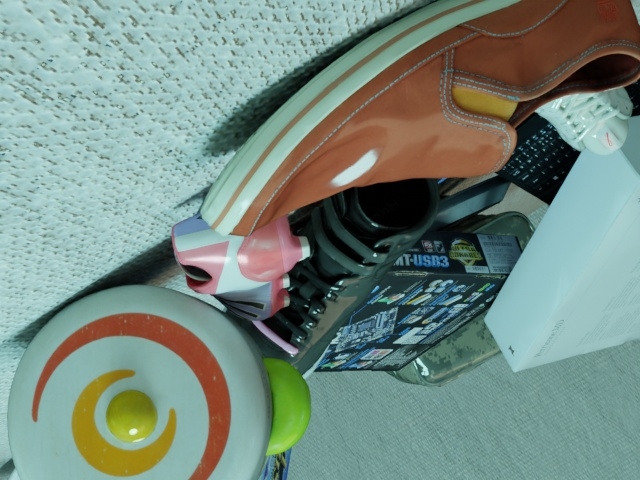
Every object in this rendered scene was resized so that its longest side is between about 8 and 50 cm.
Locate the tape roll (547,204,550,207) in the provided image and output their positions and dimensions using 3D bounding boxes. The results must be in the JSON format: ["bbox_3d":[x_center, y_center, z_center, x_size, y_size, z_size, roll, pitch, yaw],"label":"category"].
[{"bbox_3d":[0.407,-0.124,1.560,0.246,0.169,0.246,-33,172,-5],"label":"tape roll"}]

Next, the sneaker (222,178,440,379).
[{"bbox_3d":[-0.004,0.028,1.016,0.296,0.104,0.147,-47,172,-12],"label":"sneaker"}]

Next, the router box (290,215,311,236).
[{"bbox_3d":[0.000,0.000,1.165,0.092,0.038,0.122,-30,172,-13],"label":"router box"}]

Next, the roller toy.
[{"bbox_3d":[-0.133,0.133,0.873,0.209,0.191,0.146,-46,173,-3],"label":"roller toy"}]

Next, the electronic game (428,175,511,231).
[{"bbox_3d":[0.145,-0.031,1.521,0.229,0.048,0.229,-26,177,-2],"label":"electronic game"}]

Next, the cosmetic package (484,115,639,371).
[{"bbox_3d":[0.393,-0.004,1.395,0.284,0.097,0.377,-13,147,-26],"label":"cosmetic package"}]

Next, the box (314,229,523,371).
[{"bbox_3d":[0.070,0.084,1.491,0.293,0.073,0.295,5,148,-37],"label":"box"}]

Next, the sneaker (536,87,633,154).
[{"bbox_3d":[0.216,-0.125,0.964,0.090,0.115,0.232,-36,172,22],"label":"sneaker"}]

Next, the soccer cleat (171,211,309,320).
[{"bbox_3d":[-0.069,0.015,0.884,0.095,0.083,0.248,-8,170,-10],"label":"soccer cleat"}]

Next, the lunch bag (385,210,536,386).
[{"bbox_3d":[0.189,0.089,1.867,0.305,0.212,0.256,-27,-172,-19],"label":"lunch bag"}]

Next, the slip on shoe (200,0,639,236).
[{"bbox_3d":[0.075,-0.083,0.724,0.331,0.101,0.123,-29,173,-21],"label":"slip on shoe"}]

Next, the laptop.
[{"bbox_3d":[0.279,-0.093,1.329,0.234,0.264,0.136,-39,-148,43],"label":"laptop"}]

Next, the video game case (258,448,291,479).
[{"bbox_3d":[-0.102,0.283,1.405,0.061,0.269,0.244,3,159,16],"label":"video game case"}]

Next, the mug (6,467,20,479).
[{"bbox_3d":[-0.257,0.395,1.583,0.374,0.276,0.328,-59,169,15],"label":"mug"}]
